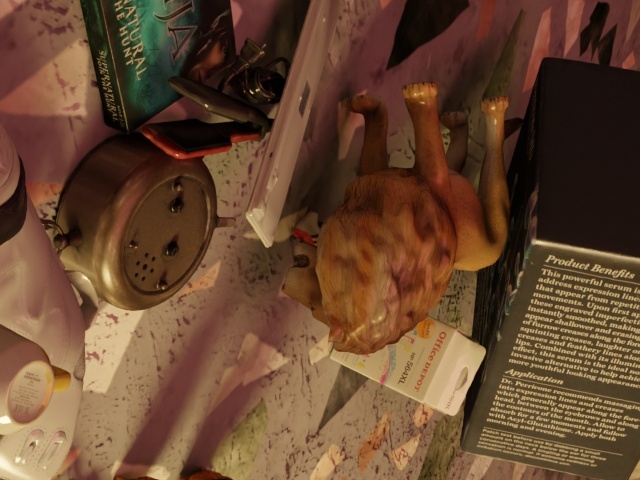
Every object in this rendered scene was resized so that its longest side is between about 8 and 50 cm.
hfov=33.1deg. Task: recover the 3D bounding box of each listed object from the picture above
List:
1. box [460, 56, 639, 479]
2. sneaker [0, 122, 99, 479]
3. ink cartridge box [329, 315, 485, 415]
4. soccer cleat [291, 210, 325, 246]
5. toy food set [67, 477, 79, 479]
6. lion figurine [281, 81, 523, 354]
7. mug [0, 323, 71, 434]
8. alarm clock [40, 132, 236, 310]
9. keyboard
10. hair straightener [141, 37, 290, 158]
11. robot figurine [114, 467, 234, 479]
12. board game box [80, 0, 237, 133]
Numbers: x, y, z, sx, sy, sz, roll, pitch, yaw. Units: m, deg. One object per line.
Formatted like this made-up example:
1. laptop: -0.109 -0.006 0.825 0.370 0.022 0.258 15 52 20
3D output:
1. box: 0.308 0.043 1.246 0.395 0.211 0.294 98 4 -47
2. sneaker: -0.260 0.114 0.605 0.366 0.137 0.210 -58 147 -23
3. ink cartridge box: 0.103 0.126 1.206 0.092 0.143 0.090 -65 151 -5
4. soccer cleat: 0.000 0.000 1.069 0.036 0.029 0.083 -57 145 -10
5. toy food set: -0.232 0.266 0.795 0.218 0.071 0.128 -15 110 -48
6. lion figurine: 0.119 -0.025 1.082 0.392 0.142 0.240 -5 90 -51
7. mug: -0.166 0.066 0.551 0.078 0.064 0.062 -42 136 -49
8. alarm clock: -0.145 -0.008 0.795 0.192 0.064 0.129 -16 124 -50
9. keyboard: -0.017 -0.123 0.900 0.072 0.014 0.256 76 28 -69
10. hair straightener: -0.055 -0.110 0.841 0.089 0.047 0.230 -59 164 15
11. robot figurine: -0.039 0.286 0.932 0.211 0.291 0.085 15 97 -60
12. board game box: -0.115 -0.184 0.754 0.126 0.026 0.186 -42 142 -37
